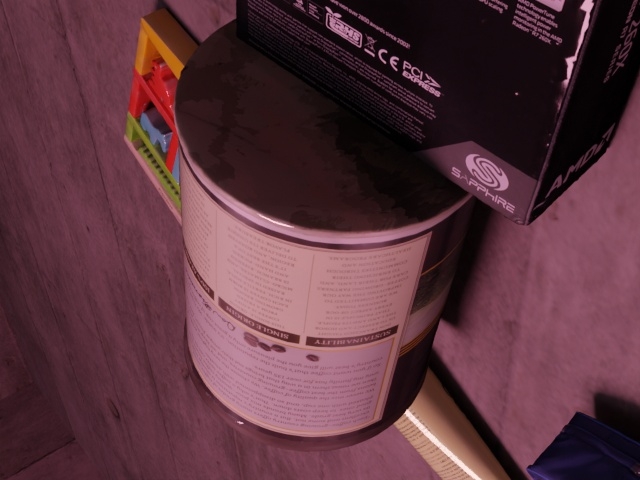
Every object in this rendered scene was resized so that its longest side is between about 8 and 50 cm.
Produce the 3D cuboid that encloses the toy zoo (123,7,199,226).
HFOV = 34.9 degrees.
[{"bbox_3d":[-0.136,-0.110,1.069,0.192,0.030,0.293,55,154,12],"label":"toy zoo"}]

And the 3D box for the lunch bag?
[{"bbox_3d":[0.199,0.163,0.688,0.067,0.065,0.098,51,165,-32],"label":"lunch bag"}]

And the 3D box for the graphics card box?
[{"bbox_3d":[0.067,-0.202,0.477,0.233,0.094,0.371,35,146,23],"label":"graphics card box"}]

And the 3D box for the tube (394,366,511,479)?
[{"bbox_3d":[0.097,0.158,0.898,0.240,0.062,0.070,52,-162,7],"label":"tube"}]

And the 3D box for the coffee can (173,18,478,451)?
[{"bbox_3d":[0.000,0.000,0.726,0.201,0.202,0.275,47,152,26],"label":"coffee can"}]
